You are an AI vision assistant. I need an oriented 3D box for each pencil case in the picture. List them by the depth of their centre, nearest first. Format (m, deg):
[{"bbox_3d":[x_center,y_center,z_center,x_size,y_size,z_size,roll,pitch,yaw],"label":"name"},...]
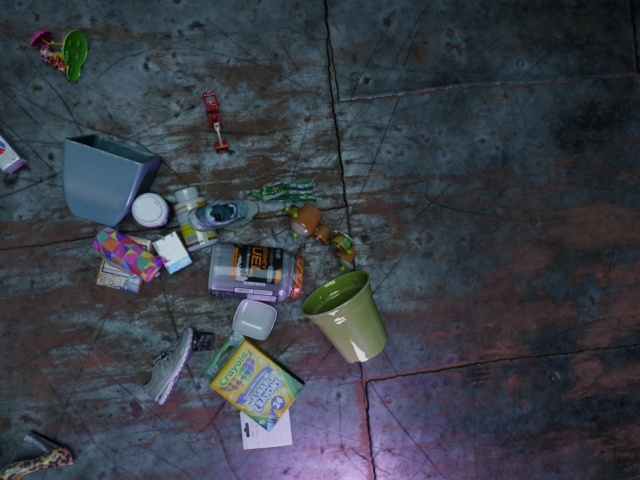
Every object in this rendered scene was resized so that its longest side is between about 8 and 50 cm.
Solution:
[{"bbox_3d":[-0.644,0.046,1.677,0.236,0.104,0.104,32,85,2],"label":"pencil case"}]

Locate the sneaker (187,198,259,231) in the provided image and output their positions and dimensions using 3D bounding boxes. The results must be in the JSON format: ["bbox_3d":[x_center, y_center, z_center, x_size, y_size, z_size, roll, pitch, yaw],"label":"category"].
[{"bbox_3d":[-0.310,-0.090,1.726,0.283,0.122,0.110,-18,92,-47],"label":"sneaker"}]

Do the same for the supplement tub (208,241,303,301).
[{"bbox_3d":[-0.226,0.114,1.750,0.316,0.193,0.193,6,88,-9],"label":"supplement tub"}]

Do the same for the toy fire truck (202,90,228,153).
[{"bbox_3d":[-0.373,-0.418,1.768,0.047,0.192,0.135,-14,63,-9],"label":"toy fire truck"}]

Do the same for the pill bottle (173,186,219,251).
[{"bbox_3d":[-0.445,-0.076,1.760,0.117,0.117,0.214,-18,92,-8],"label":"pill bottle"}]

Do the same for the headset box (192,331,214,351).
[{"bbox_3d":[-0.417,0.362,1.778,0.032,0.083,0.062,9,87,28],"label":"headset box"}]

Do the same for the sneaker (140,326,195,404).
[{"bbox_3d":[-0.535,0.428,1.744,0.115,0.105,0.281,27,82,0],"label":"sneaker"}]

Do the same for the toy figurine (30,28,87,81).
[{"bbox_3d":[-0.921,-0.658,1.723,0.159,0.130,0.173,16,111,6],"label":"toy figurine"}]

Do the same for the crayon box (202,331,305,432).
[{"bbox_3d":[-0.244,0.497,1.773,0.323,0.083,0.203,37,84,3],"label":"crayon box"}]

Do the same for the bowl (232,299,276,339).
[{"bbox_3d":[-0.238,0.277,1.801,0.142,0.053,0.142,20,106,-8],"label":"bowl"}]

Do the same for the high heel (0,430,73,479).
[{"bbox_3d":[-0.973,0.802,1.673,0.186,0.093,0.261,28,76,-1],"label":"high heel"}]

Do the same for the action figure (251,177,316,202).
[{"bbox_3d":[-0.137,-0.182,1.820,0.233,0.137,0.063,-7,134,-4],"label":"action figure"}]

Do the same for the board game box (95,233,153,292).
[{"bbox_3d":[-0.692,0.076,1.757,0.147,0.045,0.193,15,87,-7],"label":"board game box"}]

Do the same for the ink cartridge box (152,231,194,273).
[{"bbox_3d":[-0.523,0.034,1.758,0.090,0.092,0.143,-28,94,-8],"label":"ink cartridge box"}]

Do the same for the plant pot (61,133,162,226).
[{"bbox_3d":[-0.712,-0.192,1.668,0.248,0.247,0.252,18,103,-8],"label":"plant pot"}]

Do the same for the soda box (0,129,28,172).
[{"bbox_3d":[-1.111,-0.336,1.692,0.074,0.069,0.216,-41,94,-7],"label":"soda box"}]

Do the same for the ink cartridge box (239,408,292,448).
[{"bbox_3d":[-0.198,0.683,1.826,0.180,0.045,0.145,-6,90,1],"label":"ink cartridge box"}]

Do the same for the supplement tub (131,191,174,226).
[{"bbox_3d":[-0.570,-0.099,1.705,0.117,0.190,0.116,0,88,-8],"label":"supplement tub"}]

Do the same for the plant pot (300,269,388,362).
[{"bbox_3d":[0.109,0.287,1.781,0.276,0.276,0.253,-31,105,-8],"label":"plant pot"}]

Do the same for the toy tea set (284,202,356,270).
[{"bbox_3d":[0.000,0.000,1.787,0.336,0.200,0.124,40,77,-11],"label":"toy tea set"}]

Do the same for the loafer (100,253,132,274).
[{"bbox_3d":[-0.701,0.082,1.711,0.125,0.045,0.039,27,123,-6],"label":"loafer"}]
